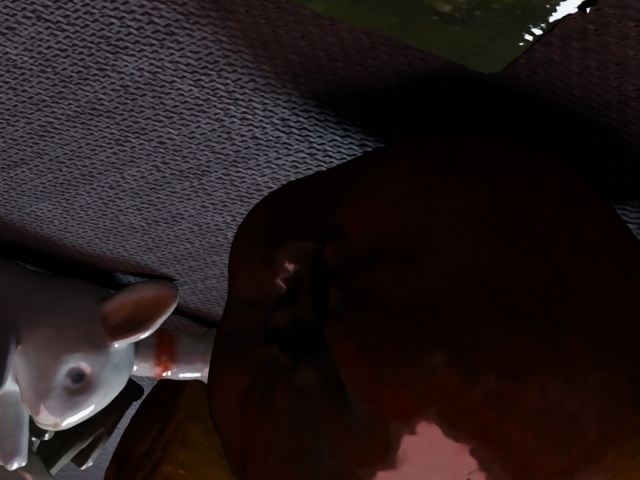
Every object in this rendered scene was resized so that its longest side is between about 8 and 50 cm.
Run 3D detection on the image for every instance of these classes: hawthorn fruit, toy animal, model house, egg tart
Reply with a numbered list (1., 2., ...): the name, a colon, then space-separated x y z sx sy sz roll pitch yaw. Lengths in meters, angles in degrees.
1. hawthorn fruit: 0.082 0.062 0.707 0.262 0.210 0.210 15 166 -37
2. toy animal: -0.205 0.084 1.095 0.282 0.138 0.140 14 158 3
3. model house: -0.262 0.136 1.266 0.229 0.188 0.122 20 126 25
4. egg tart: -0.086 0.197 1.255 0.147 0.202 0.202 32 158 -18

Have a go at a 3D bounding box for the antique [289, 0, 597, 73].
1. antique: 0.057 -0.121 0.359 0.080 0.081 0.221 18 161 -12
